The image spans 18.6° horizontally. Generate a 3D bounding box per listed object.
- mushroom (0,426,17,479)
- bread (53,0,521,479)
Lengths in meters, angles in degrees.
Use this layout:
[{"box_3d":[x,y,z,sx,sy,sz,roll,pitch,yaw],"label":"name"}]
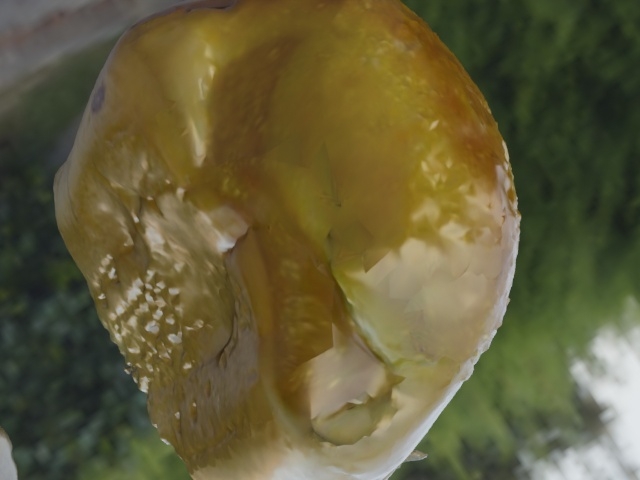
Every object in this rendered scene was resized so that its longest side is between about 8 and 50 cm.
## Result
[{"box_3d":[-0.226,0.139,1.036,0.270,0.103,0.118,-46,-155,47],"label":"mushroom"},{"box_3d":[0.000,0.000,1.365,0.250,0.361,0.394,-25,170,-22],"label":"bread"}]
